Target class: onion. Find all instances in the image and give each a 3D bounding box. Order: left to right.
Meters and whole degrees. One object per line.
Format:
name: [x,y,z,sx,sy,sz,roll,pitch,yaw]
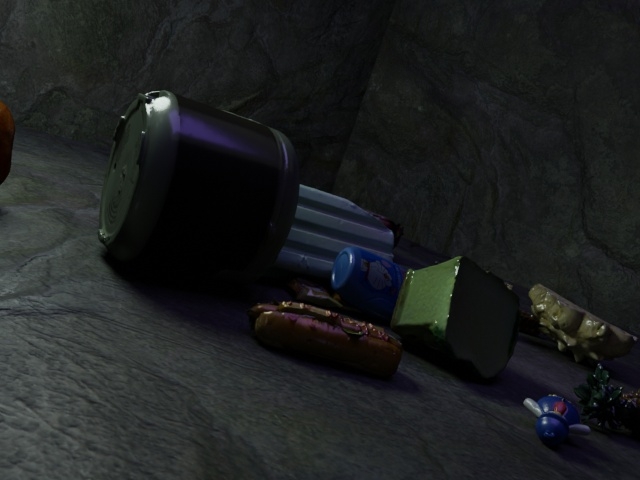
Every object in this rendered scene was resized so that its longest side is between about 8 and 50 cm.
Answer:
onion: [0.157,-0.047,2.260,0.349,0.159,0.267,23,-3,24]

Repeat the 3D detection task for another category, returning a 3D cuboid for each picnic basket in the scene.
picnic basket: [0.563,0.226,1.653,0.193,0.054,0.110,17,6,-6]

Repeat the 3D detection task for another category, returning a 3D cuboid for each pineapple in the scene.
pineapple: [0.542,0.287,0.966,0.221,0.103,0.083,17,8,-21]

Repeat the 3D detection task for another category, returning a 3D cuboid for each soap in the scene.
soap: [0.000,0.000,1.283,0.347,0.208,0.115,15,-24,-27]

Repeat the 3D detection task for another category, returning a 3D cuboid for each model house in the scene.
model house: [0.244,0.159,1.068,0.214,0.195,0.189,31,-25,-32]

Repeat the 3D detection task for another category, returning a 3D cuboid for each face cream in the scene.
face cream: [0.150,0.112,1.212,0.264,0.149,0.083,25,-40,-23]

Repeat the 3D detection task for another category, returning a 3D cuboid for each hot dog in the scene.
hot dog: [0.008,0.139,0.845,0.250,0.076,0.104,20,8,-7]

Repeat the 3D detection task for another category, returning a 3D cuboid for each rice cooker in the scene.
rice cooker: [-0.216,-0.091,1.041,0.325,0.335,0.335,13,9,-32]

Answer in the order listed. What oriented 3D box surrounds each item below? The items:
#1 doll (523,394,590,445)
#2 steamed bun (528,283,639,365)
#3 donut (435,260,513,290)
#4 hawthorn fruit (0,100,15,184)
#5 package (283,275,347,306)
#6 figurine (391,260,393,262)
doll: [0.348,0.267,0.828,0.099,0.057,0.143,23,14,27]
steamed bun: [0.682,0.240,1.505,0.295,0.137,0.292,31,9,33]
donut: [0.405,0.154,1.499,0.217,0.141,0.085,11,16,6]
hawthorn fruit: [-0.658,-0.166,0.961,0.224,0.224,0.261,17,23,-14]
package: [-0.012,0.110,1.172,0.121,0.031,0.108,17,8,-17]
figurine: [0.086,0.012,1.722,0.309,0.143,0.308,6,-7,1]
